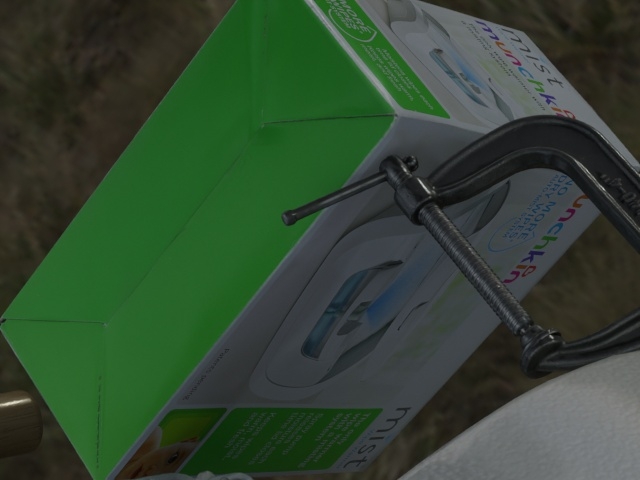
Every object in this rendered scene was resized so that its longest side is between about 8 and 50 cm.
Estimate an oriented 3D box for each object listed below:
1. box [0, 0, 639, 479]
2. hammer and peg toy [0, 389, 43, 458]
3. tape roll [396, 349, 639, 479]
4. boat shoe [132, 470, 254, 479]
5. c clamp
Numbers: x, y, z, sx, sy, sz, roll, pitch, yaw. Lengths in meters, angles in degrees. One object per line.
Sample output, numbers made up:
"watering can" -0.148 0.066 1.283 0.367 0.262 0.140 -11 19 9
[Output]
"box" 0.000 0.000 0.965 0.262 0.231 0.127 -50 58 23
"hammer and peg toy" -0.261 0.240 1.068 0.361 0.127 0.266 -29 72 54
"tape roll" 0.100 0.222 0.618 0.072 0.392 0.392 30 87 47
"boat shoe" -0.055 0.165 0.862 0.113 0.306 0.105 -1 72 24
"c clamp" 0.083 0.005 0.768 0.137 0.022 0.160 -32 51 -15
